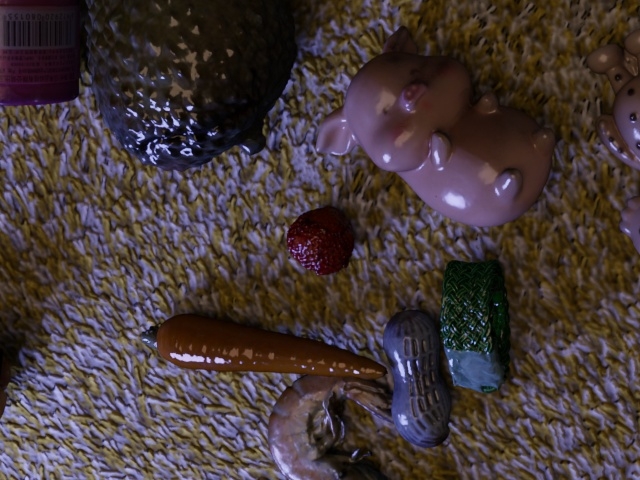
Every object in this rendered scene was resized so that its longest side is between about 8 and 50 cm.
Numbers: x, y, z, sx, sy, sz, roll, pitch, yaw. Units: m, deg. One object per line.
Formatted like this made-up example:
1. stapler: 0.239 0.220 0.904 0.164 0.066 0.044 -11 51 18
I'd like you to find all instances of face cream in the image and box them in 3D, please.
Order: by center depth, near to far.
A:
1. face cream: -0.374 -0.264 1.709 0.175 0.175 0.195 6 102 18

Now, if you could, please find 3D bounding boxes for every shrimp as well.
1. shrimp: 0.069 0.270 1.727 0.296 0.058 0.169 34 107 14

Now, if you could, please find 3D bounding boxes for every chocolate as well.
1. chocolate: 0.113 0.162 1.677 0.072 0.072 0.167 -5 99 20

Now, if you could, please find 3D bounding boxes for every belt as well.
1. belt: 0.168 0.095 1.618 0.079 0.121 0.151 -5 104 18

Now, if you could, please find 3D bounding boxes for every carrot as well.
1. carrot: -0.073 0.131 1.728 0.335 0.069 0.069 4 102 25

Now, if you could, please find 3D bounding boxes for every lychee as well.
1. lychee: -0.149 -0.209 1.595 0.255 0.255 0.274 -37 97 22

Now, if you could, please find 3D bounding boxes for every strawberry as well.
1. strawberry: 0.000 0.000 1.674 0.083 0.096 0.083 -3 82 20

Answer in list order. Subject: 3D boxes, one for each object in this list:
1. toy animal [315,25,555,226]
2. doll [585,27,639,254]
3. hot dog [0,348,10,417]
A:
1. toy animal: 0.137 -0.117 1.573 0.250 0.166 0.154 37 153 15
2. doll: 0.377 -0.091 1.520 0.154 0.119 0.278 -16 85 21
3. hot dog: -0.520 0.186 1.892 0.326 0.107 0.194 5 93 28
